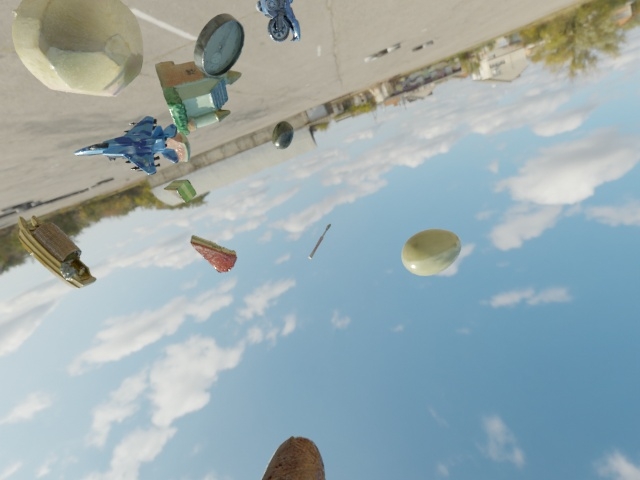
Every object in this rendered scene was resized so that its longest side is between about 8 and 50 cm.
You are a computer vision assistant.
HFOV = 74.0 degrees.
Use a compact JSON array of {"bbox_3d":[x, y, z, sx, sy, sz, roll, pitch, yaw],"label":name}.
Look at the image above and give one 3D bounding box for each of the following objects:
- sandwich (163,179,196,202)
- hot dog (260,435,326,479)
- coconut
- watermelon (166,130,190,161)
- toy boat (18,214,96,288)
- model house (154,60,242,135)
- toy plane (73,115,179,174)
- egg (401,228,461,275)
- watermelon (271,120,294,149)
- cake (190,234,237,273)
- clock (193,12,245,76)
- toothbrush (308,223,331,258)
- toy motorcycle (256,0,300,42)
[{"bbox_3d":[-0.596,-0.208,1.801,0.116,0.074,0.074,6,-136,42],"label":"sandwich"},{"bbox_3d":[-0.073,0.528,0.911,0.160,0.099,0.227,-19,-164,25],"label":"hot dog"},{"bbox_3d":[-0.725,-0.609,1.306,0.352,0.353,0.353,-19,-164,6],"label":"coconut"},{"bbox_3d":[-0.426,-0.283,1.275,0.072,0.085,0.092,7,-151,-30],"label":"watermelon"},{"bbox_3d":[-0.847,0.031,1.364,0.115,0.310,0.089,-52,172,15],"label":"toy boat"},{"bbox_3d":[-0.470,-0.607,1.742,0.324,0.267,0.194,-20,152,-9],"label":"model house"},{"bbox_3d":[-0.481,-0.228,1.057,0.246,0.169,0.078,-12,161,1],"label":"toy plane"},{"bbox_3d":[0.463,0.046,1.772,0.253,0.189,0.188,-20,-164,5],"label":"egg"},{"bbox_3d":[-0.140,-0.387,1.571,0.078,0.111,0.078,16,-156,-7],"label":"watermelon"},{"bbox_3d":[-0.497,0.069,1.923,0.220,0.117,0.086,19,-159,-20],"label":"cake"},{"bbox_3d":[-0.346,-0.671,1.470,0.215,0.042,0.215,-50,171,-11],"label":"clock"},{"bbox_3d":[-0.001,0.001,1.816,0.194,0.014,0.017,-59,-169,-27],"label":"toothbrush"},{"bbox_3d":[-0.123,-0.744,1.303,0.135,0.255,0.092,-23,-150,-21],"label":"toy motorcycle"}]
